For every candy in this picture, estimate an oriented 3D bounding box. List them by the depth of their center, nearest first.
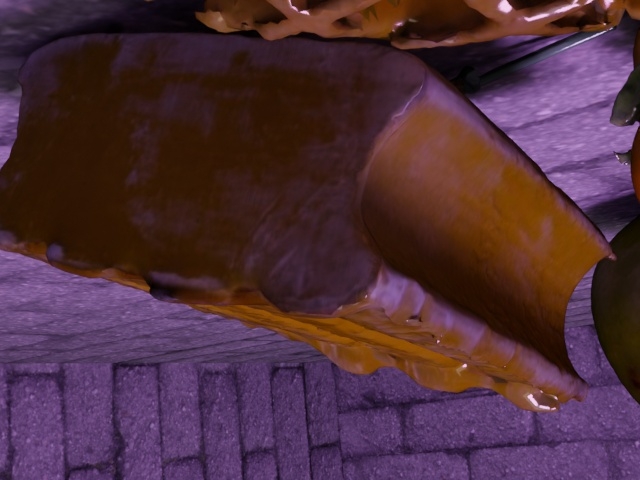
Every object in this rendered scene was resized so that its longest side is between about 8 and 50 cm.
[{"bbox_3d":[0.108,-0.107,0.656,0.201,0.061,0.060,-22,161,30],"label":"candy"}]

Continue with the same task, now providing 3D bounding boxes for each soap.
[{"bbox_3d":[0.000,0.000,0.616,0.293,0.156,0.335,12,172,35],"label":"soap"}]

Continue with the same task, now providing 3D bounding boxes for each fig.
[{"bbox_3d":[0.488,0.073,1.124,0.316,0.316,0.316,-5,169,-1],"label":"fig"}]

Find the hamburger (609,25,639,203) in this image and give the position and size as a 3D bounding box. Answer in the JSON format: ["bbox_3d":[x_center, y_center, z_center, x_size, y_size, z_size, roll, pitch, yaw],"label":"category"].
[{"bbox_3d":[0.296,-0.057,0.566,0.245,0.170,0.246,8,167,2],"label":"hamburger"}]

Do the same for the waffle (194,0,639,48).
[{"bbox_3d":[0.083,-0.159,0.283,0.379,0.095,0.382,-4,166,1],"label":"waffle"}]
